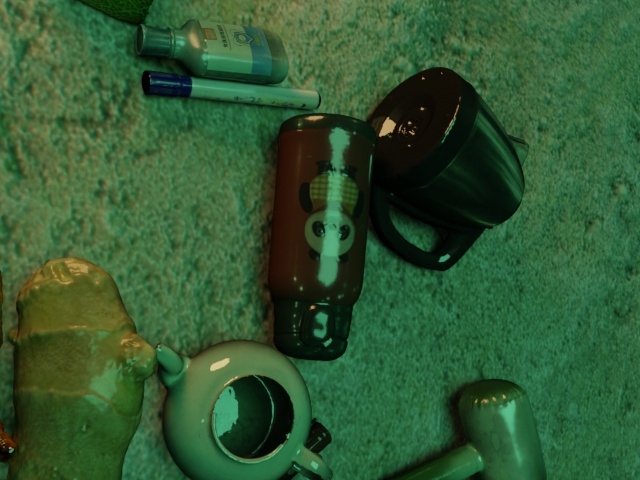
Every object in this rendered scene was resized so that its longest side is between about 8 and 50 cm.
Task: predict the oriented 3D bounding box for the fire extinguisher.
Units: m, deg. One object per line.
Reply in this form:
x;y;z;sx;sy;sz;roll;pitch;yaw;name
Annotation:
-0.041;0.312;0.912;0.132;0.039;0.056;-35;111;-29;fire extinguisher

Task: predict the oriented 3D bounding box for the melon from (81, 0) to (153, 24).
-0.278;-0.431;0.812;0.170;0.129;0.264;4;83;-27;melon

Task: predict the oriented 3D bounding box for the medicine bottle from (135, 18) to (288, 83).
-0.148;-0.266;0.902;0.209;0.053;0.090;-1;61;-31;medicine bottle

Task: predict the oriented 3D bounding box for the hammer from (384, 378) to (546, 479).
0.205;0.360;1.022;0.336;0.119;0.206;-16;91;-25;hammer

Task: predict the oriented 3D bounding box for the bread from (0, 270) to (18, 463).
-0.398;0.116;0.685;0.140;0.095;0.268;-10;88;0;bread

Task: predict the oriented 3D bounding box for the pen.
-0.120;-0.214;0.934;0.269;0.033;0.033;-1;85;-32;pen

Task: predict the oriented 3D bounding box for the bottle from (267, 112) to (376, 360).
0.000;0.000;0.919;0.144;0.144;0.335;8;82;-30;bottle

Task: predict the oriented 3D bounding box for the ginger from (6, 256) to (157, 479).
-0.277;0.196;0.729;0.190;0.126;0.353;4;88;12;ginger

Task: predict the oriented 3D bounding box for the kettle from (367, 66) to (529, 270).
0.217;-0.097;1.028;0.271;0.207;0.250;31;62;-32;kettle

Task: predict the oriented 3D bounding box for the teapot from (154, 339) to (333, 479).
-0.101;0.224;0.827;0.294;0.129;0.193;39;67;-11;teapot
